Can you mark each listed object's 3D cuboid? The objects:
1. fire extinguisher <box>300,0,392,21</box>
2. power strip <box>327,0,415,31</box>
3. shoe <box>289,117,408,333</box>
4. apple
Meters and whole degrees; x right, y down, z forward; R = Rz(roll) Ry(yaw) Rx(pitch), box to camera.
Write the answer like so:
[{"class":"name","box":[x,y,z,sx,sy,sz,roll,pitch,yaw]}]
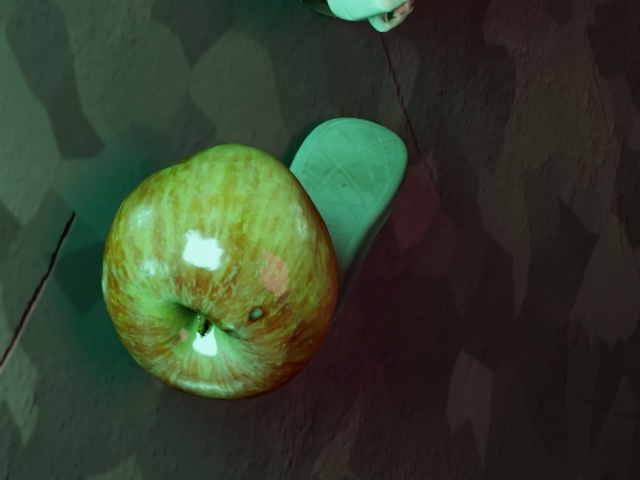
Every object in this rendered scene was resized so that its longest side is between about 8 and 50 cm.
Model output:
[{"class":"fire extinguisher","box":[0.052,-0.281,1.262,0.106,0.075,0.252,15,80,-33]},{"class":"power strip","box":[0.002,-0.297,1.144,0.098,0.058,0.338,-32,107,-32]},{"class":"shoe","box":[0.000,0.000,1.247,0.078,0.079,0.195,111,2,-51]},{"class":"apple","box":[-0.059,0.016,1.078,0.131,0.146,0.146,-74,150,-50]}]
